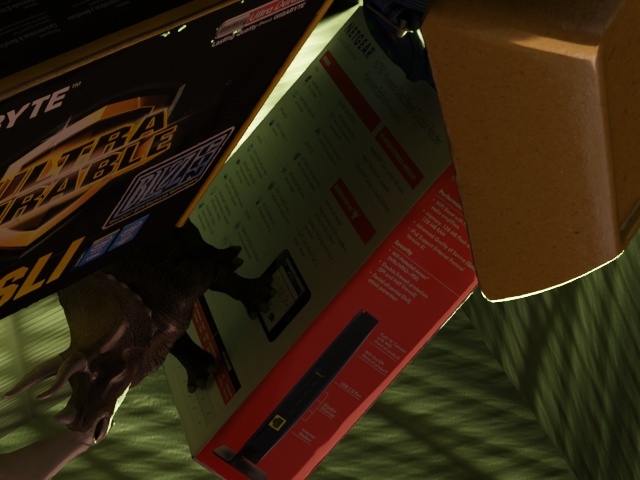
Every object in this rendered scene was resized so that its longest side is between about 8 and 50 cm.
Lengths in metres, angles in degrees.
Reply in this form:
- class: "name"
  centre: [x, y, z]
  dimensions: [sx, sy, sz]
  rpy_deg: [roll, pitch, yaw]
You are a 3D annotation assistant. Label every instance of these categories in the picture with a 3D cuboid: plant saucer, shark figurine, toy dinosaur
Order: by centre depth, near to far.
- class: "plant saucer"
  centre: [0.202, -0.147, 1.175]
  dimensions: [0.333, 0.081, 0.333]
  rpy_deg: [-54, 154, -20]
- class: "shark figurine"
  centre: [-0.292, 0.092, 1.351]
  dimensions: [0.166, 0.278, 0.116]
  rpy_deg: [22, 92, -52]
- class: "toy dinosaur"
  centre: [-0.135, 0.009, 1.363]
  dimensions: [0.121, 0.160, 0.313]
  rpy_deg: [-43, -142, 23]

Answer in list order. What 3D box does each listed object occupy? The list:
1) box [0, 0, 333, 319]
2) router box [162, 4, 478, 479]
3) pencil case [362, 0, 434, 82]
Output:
- class: "box"
  centre: [-0.153, -0.045, 0.928]
  dimensions: [0.322, 0.079, 0.257]
  rpy_deg: [-29, 166, -42]
- class: "router box"
  centre: [0.000, 0.000, 1.458]
  dimensions: [0.301, 0.082, 0.335]
  rpy_deg: [-49, -156, 10]
- class: "pencil case"
  centre: [0.082, -0.176, 1.251]
  dimensions: [0.133, 0.119, 0.306]
  rpy_deg: [-61, 176, -1]
